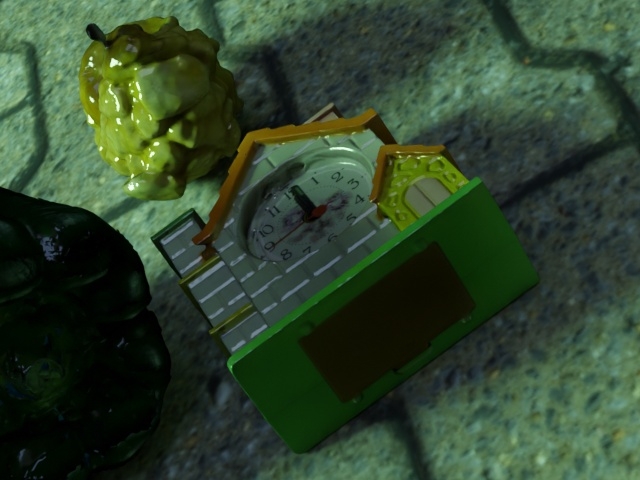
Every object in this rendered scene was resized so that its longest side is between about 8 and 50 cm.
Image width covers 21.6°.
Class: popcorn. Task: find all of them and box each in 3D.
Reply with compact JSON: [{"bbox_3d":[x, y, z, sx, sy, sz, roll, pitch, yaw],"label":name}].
[{"bbox_3d":[-0.136,-0.121,1.480,0.140,0.163,0.194,-24,2,-17],"label":"popcorn"}]

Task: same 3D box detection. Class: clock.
[{"bbox_3d":[0.000,0.000,1.271,0.220,0.106,0.255,-36,37,-3],"label":"clock"}]

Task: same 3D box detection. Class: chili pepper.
[{"bbox_3d":[-0.259,0.071,1.274,0.233,0.248,0.257,-13,28,-38],"label":"chili pepper"}]
